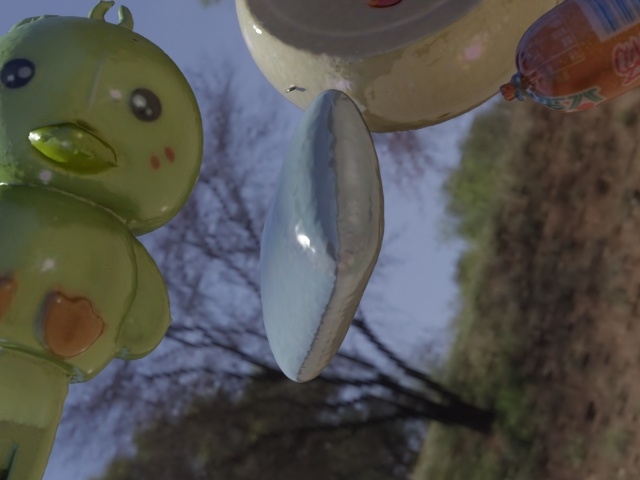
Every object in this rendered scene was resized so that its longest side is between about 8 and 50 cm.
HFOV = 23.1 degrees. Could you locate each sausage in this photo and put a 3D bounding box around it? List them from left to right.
[{"bbox_3d":[0.236,-0.148,0.699,0.347,0.053,0.053,-29,-18,4],"label":"sausage"}]

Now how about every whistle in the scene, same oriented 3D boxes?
[{"bbox_3d":[-0.136,0.003,0.779,0.141,0.141,0.294,82,-165,-58],"label":"whistle"}]

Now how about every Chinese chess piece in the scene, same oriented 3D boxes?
[{"bbox_3d":[0.061,-0.212,1.258,0.273,0.273,0.102,-65,-31,-22],"label":"Chinese chess piece"}]

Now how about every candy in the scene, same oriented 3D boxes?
[{"bbox_3d":[0.000,0.000,1.034,0.174,0.071,0.138,108,162,-58],"label":"candy"}]
